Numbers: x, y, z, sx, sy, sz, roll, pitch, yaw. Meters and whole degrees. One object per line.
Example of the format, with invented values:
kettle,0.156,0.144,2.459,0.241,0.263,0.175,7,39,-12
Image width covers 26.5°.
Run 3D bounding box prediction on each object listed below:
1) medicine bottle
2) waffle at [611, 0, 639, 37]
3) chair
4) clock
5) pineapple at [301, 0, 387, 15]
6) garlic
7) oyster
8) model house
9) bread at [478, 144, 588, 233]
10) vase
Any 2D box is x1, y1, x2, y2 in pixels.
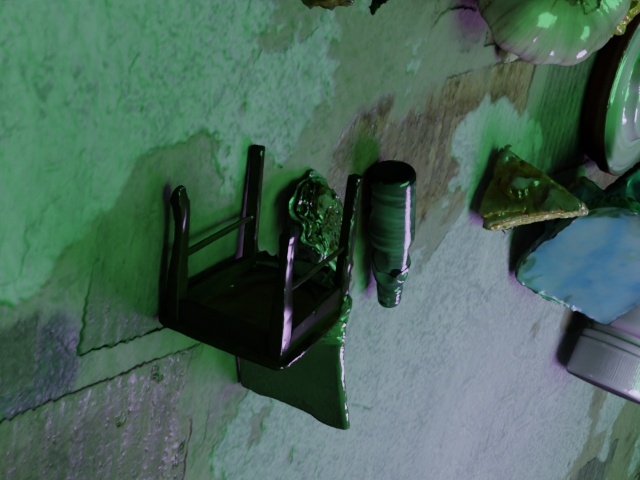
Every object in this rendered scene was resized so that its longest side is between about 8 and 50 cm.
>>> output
medicine bottle,0.610,0.127,2.561,0.208,0.208,0.339,32,81,-62
waffle,0.469,-0.452,2.070,0.312,0.060,0.307,-40,141,-45
chair,-0.059,0.081,1.430,0.186,0.160,0.319,-36,138,-53
clock,0.545,-0.262,2.312,0.318,0.080,0.318,-40,142,-41
pineapple,0.059,-0.312,1.409,0.277,0.119,0.130,-22,84,-55
garlic,0.289,-0.302,1.789,0.199,0.199,0.226,-56,180,-21
oyster,0.000,0.000,1.577,0.125,0.064,0.177,-61,144,-45
model house,0.466,-0.045,2.204,0.261,0.226,0.241,-43,-152,46
bread,0.318,-0.054,2.000,0.127,0.152,0.147,-68,161,3
vase,0.090,-0.001,1.726,0.060,0.060,0.211,-41,143,-40
